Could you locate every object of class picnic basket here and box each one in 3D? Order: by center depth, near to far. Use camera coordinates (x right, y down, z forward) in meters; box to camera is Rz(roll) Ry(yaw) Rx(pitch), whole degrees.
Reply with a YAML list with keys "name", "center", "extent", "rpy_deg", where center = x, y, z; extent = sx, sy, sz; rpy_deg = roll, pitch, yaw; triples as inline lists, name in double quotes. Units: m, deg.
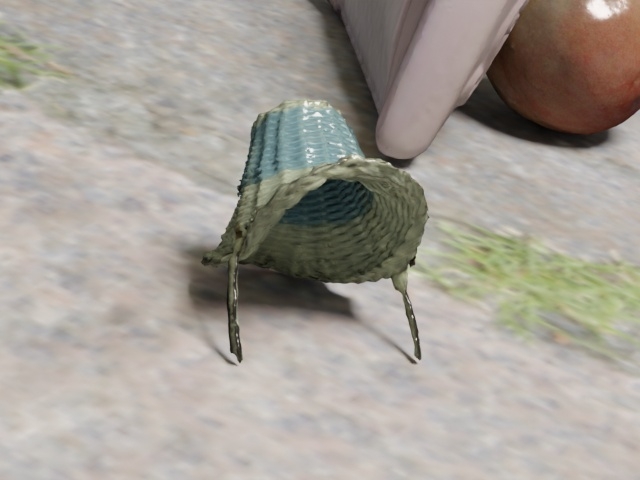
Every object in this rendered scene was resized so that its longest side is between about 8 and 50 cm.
- name: "picnic basket"
  center: [0.000, 0.000, 0.571]
  extent: [0.065, 0.083, 0.083]
  rpy_deg: [8, 62, -29]

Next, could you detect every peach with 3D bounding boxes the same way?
- name: "peach"
  center: [0.111, -0.084, 0.787]
  extent: [0.083, 0.083, 0.083]
  rpy_deg: [12, 24, -5]

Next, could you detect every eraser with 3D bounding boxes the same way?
- name: "eraser"
  center: [0.081, -0.167, 0.762]
  extent: [0.059, 0.243, 0.204]
  rpy_deg: [25, 22, -18]
